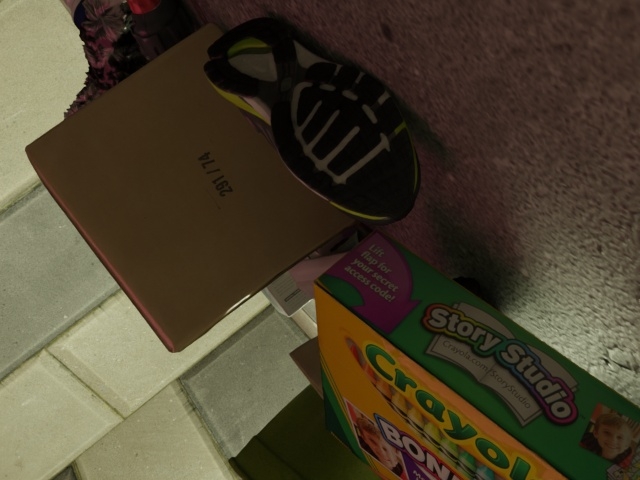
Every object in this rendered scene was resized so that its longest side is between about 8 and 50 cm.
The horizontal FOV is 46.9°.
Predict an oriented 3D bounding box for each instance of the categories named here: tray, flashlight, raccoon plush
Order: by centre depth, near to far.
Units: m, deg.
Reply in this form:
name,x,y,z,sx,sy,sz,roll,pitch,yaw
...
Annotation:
name,x,y,z,sx,sy,sz,roll,pitch,yaw
flashlight,-0.265,-0.366,0.975,0.103,0.103,0.304,40,165,40
tray,0.046,0.076,1.085,0.145,0.030,0.270,38,160,-16
raccoon plush,-0.308,-0.301,1.423,0.216,0.446,0.299,26,-147,4

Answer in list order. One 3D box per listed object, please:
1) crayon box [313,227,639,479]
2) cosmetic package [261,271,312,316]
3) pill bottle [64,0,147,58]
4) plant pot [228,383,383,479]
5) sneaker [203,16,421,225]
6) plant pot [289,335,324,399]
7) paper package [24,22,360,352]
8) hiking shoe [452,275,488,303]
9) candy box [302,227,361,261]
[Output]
name,x,y,z,sx,sy,sz,roll,pitch,yaw
crayon box,0.158,0.203,0.735,0.363,0.106,0.313,36,152,28
cosmetic package,-0.102,0.046,1.704,0.224,0.138,0.224,53,171,-3
pill bottle,-0.424,-0.437,1.458,0.186,0.112,0.112,49,171,17
plant pot,0.068,0.412,1.489,0.366,0.353,0.366,36,169,9
sneaker,0.003,-0.109,0.707,0.300,0.111,0.121,51,-177,40
plant pot,0.109,0.237,1.213,0.284,0.191,0.284,50,172,10
paper package,-0.164,-0.064,0.993,0.324,0.310,0.168,53,171,0
hiking shoe,0.143,0.107,0.855,0.114,0.086,0.227,55,170,-3
candy box,0.000,0.000,1.204,0.165,0.070,0.196,46,170,28
